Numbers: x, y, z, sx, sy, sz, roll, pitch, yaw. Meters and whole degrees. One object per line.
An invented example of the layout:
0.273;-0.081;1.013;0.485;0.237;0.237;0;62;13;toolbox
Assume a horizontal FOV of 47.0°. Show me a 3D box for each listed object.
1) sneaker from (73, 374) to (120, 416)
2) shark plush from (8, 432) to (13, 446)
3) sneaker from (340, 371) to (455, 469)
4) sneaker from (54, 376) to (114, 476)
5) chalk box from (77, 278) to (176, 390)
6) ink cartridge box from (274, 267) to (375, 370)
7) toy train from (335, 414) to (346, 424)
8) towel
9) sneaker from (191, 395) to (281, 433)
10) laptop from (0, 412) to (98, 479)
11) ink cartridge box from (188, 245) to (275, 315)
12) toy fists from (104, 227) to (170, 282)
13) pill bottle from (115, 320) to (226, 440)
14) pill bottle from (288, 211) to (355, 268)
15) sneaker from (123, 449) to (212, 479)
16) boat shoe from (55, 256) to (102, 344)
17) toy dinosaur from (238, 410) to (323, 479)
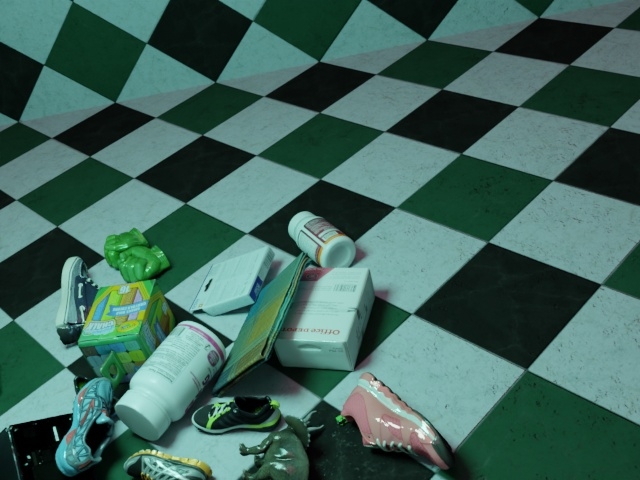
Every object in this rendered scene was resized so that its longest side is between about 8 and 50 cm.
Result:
-0.593;0.411;1.940;0.188;0.078;0.067;21;49;35;sneaker
-0.733;0.496;1.886;0.161;0.067;0.073;-15;37;0;shark plush
0.168;0.433;1.652;0.136;0.116;0.314;-47;45;-9;sneaker
-0.537;0.444;1.786;0.125;0.104;0.261;-21;40;25;sneaker
-0.531;0.273;2.015;0.179;0.180;0.288;-9;38;9;chalk box
0.013;0.204;1.965;0.207;0.117;0.283;0;39;19;ink cartridge box
0.075;0.413;1.758;0.083;0.017;0.024;-27;28;-16;toy train
-0.152;0.222;1.944;0.271;0.040;0.370;-42;18;42;towel
-0.207;0.408;1.793;0.235;0.097;0.084;-6;37;12;sneaker
-0.703;0.572;1.790;0.265;0.136;0.234;-6;42;-31;laptop
-0.262;0.127;2.200;0.224;0.045;0.223;-17;32;29;ink cartridge box
-0.616;0.049;2.403;0.142;0.096;0.279;-34;42;-23;toy fists
-0.379;0.355;1.870;0.161;0.160;0.283;10;44;30;pill bottle
0.000;0.000;2.231;0.121;0.121;0.221;-29;39;-18;pill bottle
-0.360;0.541;1.691;0.215;0.084;0.083;1;44;18;sneaker
-0.709;0.173;2.269;0.158;0.127;0.340;-9;45;-3;boat shoe
-0.085;0.498;1.621;0.160;0.121;0.313;-23;31;12;toy dinosaur
